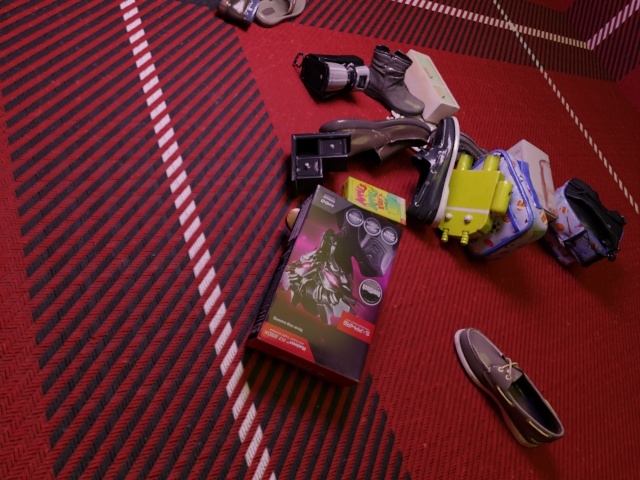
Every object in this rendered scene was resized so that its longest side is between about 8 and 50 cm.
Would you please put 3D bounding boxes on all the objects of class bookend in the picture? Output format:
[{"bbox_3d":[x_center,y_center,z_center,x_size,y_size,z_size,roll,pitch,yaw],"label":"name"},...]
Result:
[{"bbox_3d":[0.004,-0.195,1.213,0.157,0.072,0.157,-2,58,2],"label":"bookend"}]

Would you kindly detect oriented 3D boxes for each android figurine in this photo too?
[{"bbox_3d":[0.418,-0.117,1.356,0.056,0.248,0.272,26,81,-44],"label":"android figurine"}]

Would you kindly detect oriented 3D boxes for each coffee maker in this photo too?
[{"bbox_3d":[0.041,-0.524,1.459,0.178,0.120,0.171,-14,68,-37],"label":"coffee maker"}]

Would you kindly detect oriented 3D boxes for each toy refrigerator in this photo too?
[{"bbox_3d":[0.379,-0.545,1.675,0.102,0.094,0.269,3,56,-36],"label":"toy refrigerator"}]

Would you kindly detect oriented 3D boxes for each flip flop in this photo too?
[{"bbox_3d":[-0.127,-0.784,1.551,0.112,0.080,0.277,40,49,-1],"label":"flip flop"}]

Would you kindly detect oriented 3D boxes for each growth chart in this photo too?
[{"bbox_3d":[0.312,-0.388,1.598,0.172,0.021,0.237,40,49,-2],"label":"growth chart"}]

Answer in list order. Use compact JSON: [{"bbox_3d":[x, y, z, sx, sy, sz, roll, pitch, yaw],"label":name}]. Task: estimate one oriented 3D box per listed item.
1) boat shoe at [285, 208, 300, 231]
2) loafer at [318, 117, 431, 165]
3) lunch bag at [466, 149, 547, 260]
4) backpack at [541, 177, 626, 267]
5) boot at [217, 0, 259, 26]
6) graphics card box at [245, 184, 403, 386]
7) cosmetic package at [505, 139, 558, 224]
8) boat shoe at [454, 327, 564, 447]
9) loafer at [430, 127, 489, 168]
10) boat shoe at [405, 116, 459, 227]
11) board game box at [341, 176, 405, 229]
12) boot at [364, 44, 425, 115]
[{"bbox_3d":[0.000,0.000,1.131,0.207,0.073,0.073,36,72,-11],"label":"boat shoe"},{"bbox_3d":[0.165,-0.281,1.392,0.366,0.134,0.129,-7,91,-24],"label":"loafer"},{"bbox_3d":[0.516,-0.110,1.392,0.115,0.243,0.303,10,56,-31],"label":"lunch bag"},{"bbox_3d":[0.862,-0.065,1.595,0.263,0.213,0.277,56,42,-1],"label":"backpack"},{"bbox_3d":[-0.222,-0.749,1.458,0.106,0.082,0.219,28,69,-9],"label":"boot"},{"bbox_3d":[0.020,0.092,1.015,0.233,0.094,0.370,27,63,-13],"label":"graphics card box"},{"bbox_3d":[0.681,-0.174,1.597,0.129,0.153,0.296,26,52,-17],"label":"cosmetic package"},{"bbox_3d":[0.458,0.346,1.161,0.117,0.096,0.324,-23,74,-39],"label":"boat shoe"},{"bbox_3d":[0.479,-0.287,1.589,0.268,0.096,0.084,23,63,-21],"label":"loafer"},{"bbox_3d":[0.310,-0.208,1.355,0.113,0.127,0.339,14,82,-3],"label":"boat shoe"},{"bbox_3d":[0.146,-0.097,1.296,0.182,0.043,0.092,20,53,-19],"label":"board game box"},{"bbox_3d":[0.257,-0.517,1.539,0.247,0.161,0.083,25,49,-7],"label":"boot"}]
